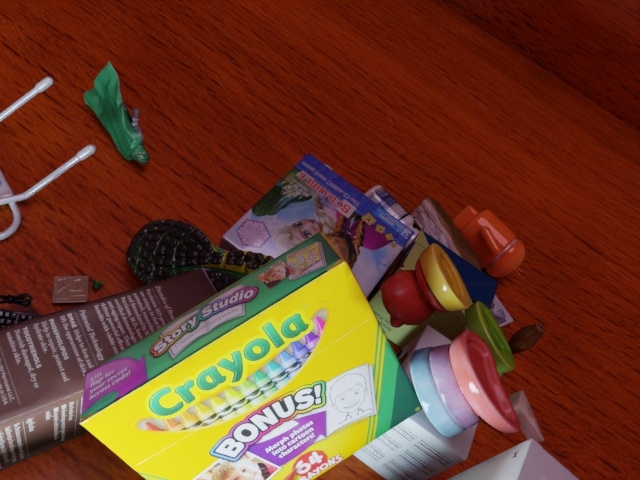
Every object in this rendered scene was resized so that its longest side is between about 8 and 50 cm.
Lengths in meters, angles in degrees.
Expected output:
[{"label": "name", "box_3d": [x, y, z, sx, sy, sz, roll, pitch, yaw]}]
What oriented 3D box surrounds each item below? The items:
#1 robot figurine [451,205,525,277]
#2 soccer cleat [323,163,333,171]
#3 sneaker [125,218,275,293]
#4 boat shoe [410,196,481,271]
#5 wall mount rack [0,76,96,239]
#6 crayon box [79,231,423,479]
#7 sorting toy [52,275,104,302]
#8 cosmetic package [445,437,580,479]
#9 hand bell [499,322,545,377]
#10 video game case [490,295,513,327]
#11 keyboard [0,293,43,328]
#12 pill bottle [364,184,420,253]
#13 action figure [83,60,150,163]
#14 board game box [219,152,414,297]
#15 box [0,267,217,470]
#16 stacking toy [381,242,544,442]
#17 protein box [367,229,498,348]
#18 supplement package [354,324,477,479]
[{"label": "robot figurine", "box_3d": [0.445, 0.008, 1.375, 0.128, 0.158, 0.219, -36, 74, -24]}, {"label": "soccer cleat", "box_3d": [0.010, -0.115, 1.300, 0.076, 0.068, 0.196, 1, 57, -22]}, {"label": "sneaker", "box_3d": [-0.215, 0.069, 1.009, 0.343, 0.146, 0.134, 21, 71, 8]}, {"label": "boat shoe", "box_3d": [0.312, 0.015, 1.329, 0.098, 0.096, 0.277, 23, 34, -41]}, {"label": "wall mount rack", "box_3d": [-0.623, -0.176, 0.987, 0.304, 0.130, 0.350, -22, 67, -38]}, {"label": "crayon box", "box_3d": [-0.074, 0.211, 0.726, 0.363, 0.313, 0.106, -32, 34, -4]}, {"label": "sorting toy", "box_3d": [-0.437, 0.089, 0.946, 0.083, 0.012, 0.062, 1, 49, -22]}, {"label": "cosmetic package", "box_3d": [0.282, 0.470, 0.747, 0.284, 0.377, 0.097, 42, 46, 10]}, {"label": "hand bell", "box_3d": [0.376, 0.237, 1.076, 0.126, 0.242, 0.126, 14, 49, -17]}, {"label": "video game case", "box_3d": [0.364, 0.153, 1.289, 0.190, 0.022, 0.173, -12, 60, -33]}, {"label": "keyboard", "box_3d": [-0.501, 0.130, 0.830, 0.180, 0.023, 0.108, 20, 54, -37]}, {"label": "pill bottle", "box_3d": [0.173, -0.050, 1.308, 0.094, 0.094, 0.169, -30, 71, -40]}, {"label": "action figure", "box_3d": [-0.445, -0.265, 1.173, 0.063, 0.137, 0.232, -15, 69, -49]}, {"label": "board game box", "box_3d": [0.000, 0.000, 1.162, 0.319, 0.066, 0.318, 37, 58, 5]}, {"label": "box", "box_3d": [-0.338, 0.190, 0.792, 0.381, 0.191, 0.143, -15, 62, -35]}, {"label": "stacking toy", "box_3d": [0.219, 0.194, 0.859, 0.279, 0.130, 0.309, 43, 28, -35]}, {"label": "protein box", "box_3d": [0.225, 0.128, 1.116, 0.200, 0.201, 0.136, 36, 47, 3]}, {"label": "supplement package", "box_3d": [0.173, 0.304, 0.947, 0.149, 0.203, 0.194, 36, 46, 3]}]
